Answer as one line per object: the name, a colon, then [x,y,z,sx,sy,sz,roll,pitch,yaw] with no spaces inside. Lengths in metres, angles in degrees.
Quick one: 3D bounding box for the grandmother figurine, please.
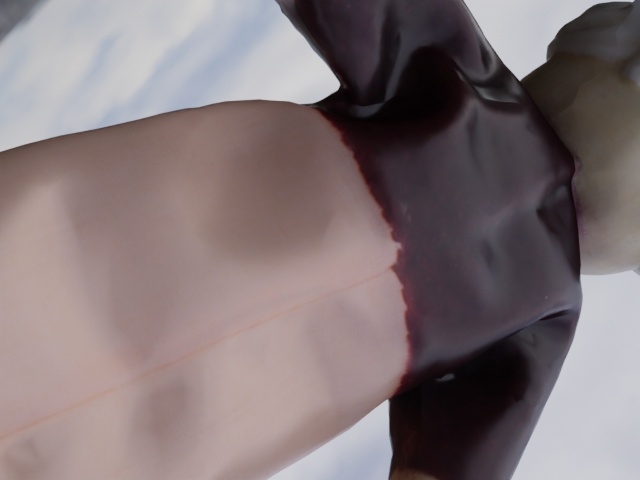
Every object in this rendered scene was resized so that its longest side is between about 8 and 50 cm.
grandmother figurine: [0.000,0.000,0.513,0.342,0.207,0.104,-17,-163,-35]
